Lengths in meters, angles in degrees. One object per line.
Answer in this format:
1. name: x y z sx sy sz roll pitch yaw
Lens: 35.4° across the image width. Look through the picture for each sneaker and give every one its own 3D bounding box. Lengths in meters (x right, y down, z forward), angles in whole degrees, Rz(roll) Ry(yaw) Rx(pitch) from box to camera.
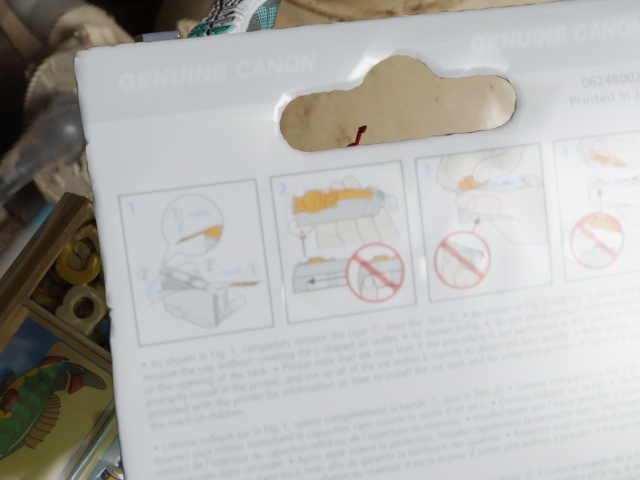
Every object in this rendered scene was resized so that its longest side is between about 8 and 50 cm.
1. sneaker: -0.071 -0.192 0.949 0.065 0.076 0.166 -5 35 28

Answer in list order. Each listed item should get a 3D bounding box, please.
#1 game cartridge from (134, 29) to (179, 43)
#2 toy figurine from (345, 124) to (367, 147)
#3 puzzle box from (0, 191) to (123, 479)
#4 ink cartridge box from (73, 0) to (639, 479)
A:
1. game cartridge: -0.217 -0.264 1.322 0.056 0.083 0.017 -13 98 -12
2. toy figurine: 0.111 0.067 1.143 0.217 0.191 0.363 9 54 -35
3. puzzle box: -0.217 0.202 0.824 0.052 0.272 0.409 14 67 54
4. ink cartridge box: 0.048 0.080 0.536 0.308 0.091 0.385 -8 96 -10
